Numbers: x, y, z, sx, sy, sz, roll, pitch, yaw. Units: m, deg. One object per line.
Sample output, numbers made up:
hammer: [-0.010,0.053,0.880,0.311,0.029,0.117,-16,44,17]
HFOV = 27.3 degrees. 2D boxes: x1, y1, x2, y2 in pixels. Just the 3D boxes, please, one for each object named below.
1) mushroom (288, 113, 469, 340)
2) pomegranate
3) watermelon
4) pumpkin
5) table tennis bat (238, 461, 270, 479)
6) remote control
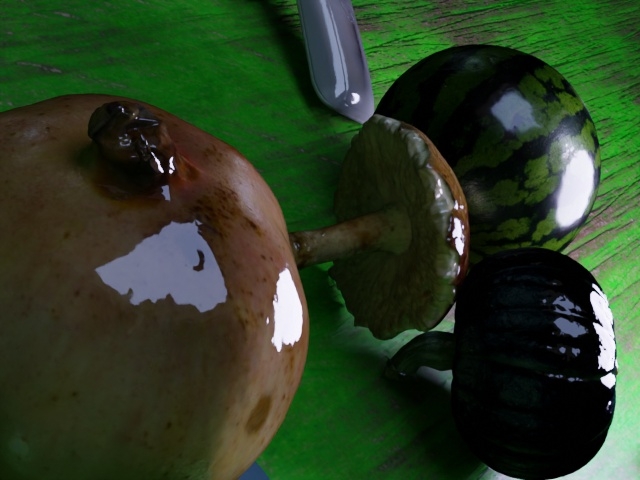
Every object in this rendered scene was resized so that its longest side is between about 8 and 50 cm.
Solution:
mushroom: [0.032,-0.012,1.307,0.301,0.208,0.233,4,66,-62]
pomegranate: [-0.158,0.035,0.967,0.338,0.338,0.338,30,35,-23]
watermelon: [0.186,-0.089,1.553,0.285,0.285,0.285,30,35,-23]
pumpkin: [0.190,0.127,1.384,0.248,0.248,0.248,30,35,-23]
table tennis bat: [-0.098,0.208,1.126,0.155,0.019,0.100,26,36,-30]
remote control: [0.017,-0.304,1.734,0.109,0.055,0.313,17,57,-54]
